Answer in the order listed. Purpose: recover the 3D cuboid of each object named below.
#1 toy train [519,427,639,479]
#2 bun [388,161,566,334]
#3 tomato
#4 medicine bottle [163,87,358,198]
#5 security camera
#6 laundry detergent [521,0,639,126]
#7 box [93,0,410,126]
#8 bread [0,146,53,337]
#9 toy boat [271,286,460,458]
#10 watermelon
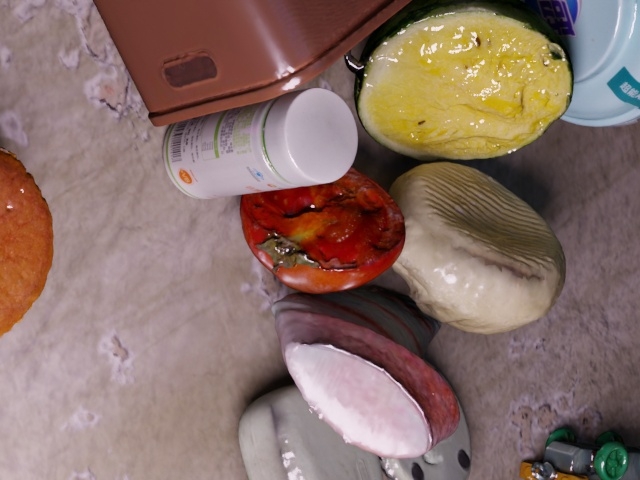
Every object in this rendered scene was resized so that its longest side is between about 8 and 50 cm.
[{"bbox_3d":[0.309,0.278,2.016,0.228,0.091,0.136,6,93,-40],"label":"toy train"},{"bbox_3d":[0.142,0.020,1.858,0.222,0.127,0.222,24,29,-14],"label":"bun"},{"bbox_3d":[0.000,0.000,1.759,0.139,0.159,0.091,-45,154,-40],"label":"tomato"},{"bbox_3d":[-0.057,-0.085,1.671,0.086,0.183,0.086,4,85,-40],"label":"medicine bottle"},{"bbox_3d":[0.039,0.200,1.803,0.302,0.080,0.157,-8,76,-52],"label":"security camera"},{"bbox_3d":[0.342,-0.273,1.961,0.305,0.287,0.287,-15,96,-41],"label":"laundry detergent"},{"bbox_3d":[-0.043,-0.294,1.670,0.339,0.239,0.229,-41,109,-35],"label":"box"},{"bbox_3d":[-0.313,0.001,1.498,0.199,0.104,0.199,2,87,-41],"label":"bread"},{"bbox_3d":[0.056,0.095,1.780,0.206,0.096,0.282,33,25,1],"label":"toy boat"},{"bbox_3d":[0.133,-0.179,1.850,0.232,0.204,0.127,6,48,-6],"label":"watermelon"}]
